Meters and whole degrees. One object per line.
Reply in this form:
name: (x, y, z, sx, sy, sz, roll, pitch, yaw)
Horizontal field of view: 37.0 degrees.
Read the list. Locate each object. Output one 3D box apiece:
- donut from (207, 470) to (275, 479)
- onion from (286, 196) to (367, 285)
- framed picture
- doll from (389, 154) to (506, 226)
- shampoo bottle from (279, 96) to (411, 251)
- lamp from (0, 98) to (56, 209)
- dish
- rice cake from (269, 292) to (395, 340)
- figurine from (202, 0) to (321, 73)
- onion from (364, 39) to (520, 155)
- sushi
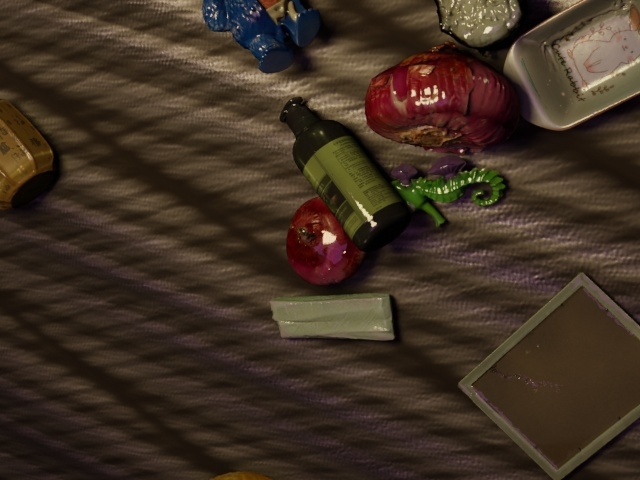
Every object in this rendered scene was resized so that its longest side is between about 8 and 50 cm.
donut: (-0.144, 0.560, 1.794, 0.303, 0.110, 0.302, 6, 108, 19)
onion: (0.000, 0.000, 1.553, 0.150, 0.140, 0.150, -1, 88, 19)
framed picture: (0.395, 0.221, 1.517, 0.231, 0.018, 0.293, 45, 116, 5)
doll: (0.193, -0.077, 1.498, 0.190, 0.050, 0.115, -11, 123, 24)
shampoo bottle: (0.026, -0.116, 1.519, 0.101, 0.101, 0.283, -45, 70, 27)
lamp: (-0.586, -0.159, 1.750, 0.185, 0.161, 0.161, 46, 117, 7)
dish: (0.378, -0.257, 1.361, 0.234, 0.064, 0.154, -26, 93, 26)
rice cake: (0.020, 0.133, 1.638, 0.222, 0.042, 0.080, -3, 108, 23)
figurine: (-0.107, -0.380, 1.510, 0.164, 0.120, 0.262, -26, 70, 2)
onion: (0.180, -0.216, 1.396, 0.230, 0.230, 0.163, 12, 80, 20)
sushi: (0.222, -0.378, 1.361, 0.147, 0.115, 0.212, -36, 83, 31)
